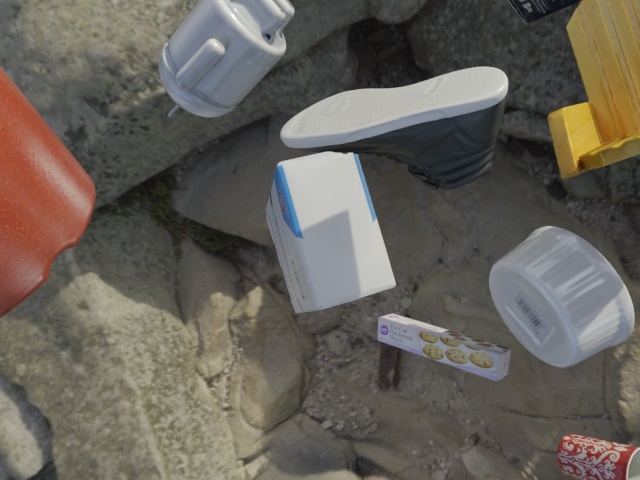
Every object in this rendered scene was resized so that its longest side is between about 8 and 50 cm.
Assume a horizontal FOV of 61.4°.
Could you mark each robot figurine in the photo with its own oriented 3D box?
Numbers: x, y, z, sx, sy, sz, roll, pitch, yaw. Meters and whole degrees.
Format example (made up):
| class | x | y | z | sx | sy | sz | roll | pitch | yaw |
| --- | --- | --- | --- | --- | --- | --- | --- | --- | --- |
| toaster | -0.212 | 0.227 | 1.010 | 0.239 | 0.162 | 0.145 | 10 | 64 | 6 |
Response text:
| class | x | y | z | sx | sy | sz | roll | pitch | yaw |
| --- | --- | --- | --- | --- | --- | --- | --- | --- | --- |
| robot figurine | -0.217 | -0.411 | 1.178 | 0.353 | 0.300 | 0.200 | -37 | 102 | 30 |

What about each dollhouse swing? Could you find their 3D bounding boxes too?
| class | x | y | z | sx | sy | sz | roll | pitch | yaw |
| --- | --- | --- | --- | --- | --- | --- | --- | --- | --- |
| dollhouse swing | 0.543 | -0.316 | 0.856 | 0.346 | 0.315 | 0.305 | -20 | 90 | 42 |

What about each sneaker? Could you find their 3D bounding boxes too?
| class | x | y | z | sx | sy | sz | roll | pitch | yaw |
| --- | --- | --- | --- | --- | --- | --- | --- | --- | --- |
| sneaker | 0.099 | -0.124 | 0.719 | 0.295 | 0.147 | 0.105 | -7 | 45 | 17 |

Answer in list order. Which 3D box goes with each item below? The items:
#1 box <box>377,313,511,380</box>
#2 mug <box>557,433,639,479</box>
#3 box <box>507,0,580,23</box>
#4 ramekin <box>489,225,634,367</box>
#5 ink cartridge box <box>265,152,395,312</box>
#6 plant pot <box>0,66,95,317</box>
| class | x | y | z | sx | sy | sz | roll | pitch | yaw |
| --- | --- | --- | --- | --- | --- | --- | --- | --- | --- |
| box | 0.280 | 0.244 | 1.266 | 0.324 | 0.063 | 0.067 | 13 | 103 | 41 |
| mug | 0.628 | 0.515 | 1.197 | 0.169 | 0.113 | 0.150 | -6 | 82 | 58 |
| box | 0.332 | -0.400 | 0.671 | 0.207 | 0.108 | 0.153 | -11 | 67 | 40 |
| ramekin | 0.475 | 0.122 | 1.104 | 0.135 | 0.277 | 0.277 | -29 | 75 | -12 |
| ink cartridge box | 0.000 | 0.000 | 1.183 | 0.166 | 0.395 | 0.286 | -15 | 84 | -11 |
| plant pot | -0.344 | -0.073 | 0.421 | 0.272 | 0.265 | 0.272 | -17 | 44 | 17 |
